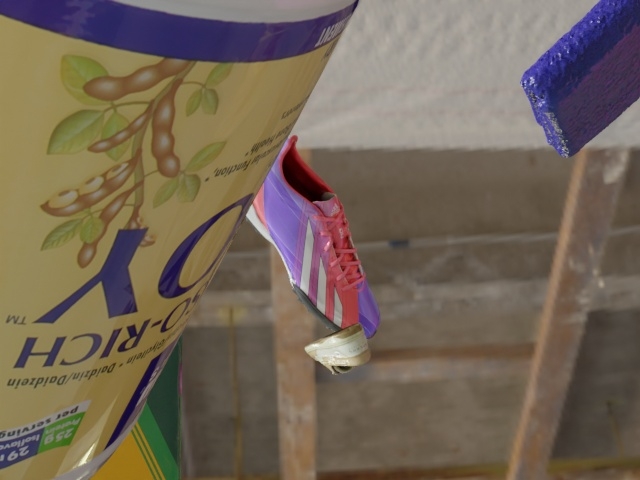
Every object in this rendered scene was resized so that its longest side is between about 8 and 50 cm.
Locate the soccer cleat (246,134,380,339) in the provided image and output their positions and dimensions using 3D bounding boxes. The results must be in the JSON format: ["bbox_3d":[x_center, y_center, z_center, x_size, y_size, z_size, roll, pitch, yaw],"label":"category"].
[{"bbox_3d":[0.000,0.000,1.927,0.116,0.108,0.318,-29,-79,33],"label":"soccer cleat"}]

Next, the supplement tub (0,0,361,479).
[{"bbox_3d":[-0.144,-0.043,0.509,0.241,0.241,0.331,15,-56,-23],"label":"supplement tub"}]

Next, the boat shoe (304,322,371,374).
[{"bbox_3d":[0.019,0.121,1.497,0.050,0.045,0.135,-24,-3,-15],"label":"boat shoe"}]

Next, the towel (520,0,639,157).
[{"bbox_3d":[0.351,-0.243,1.562,0.308,0.076,0.227,-44,-23,1],"label":"towel"}]

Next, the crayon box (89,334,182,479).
[{"bbox_3d":[-0.245,0.147,1.025,0.278,0.165,0.081,2,-5,-24],"label":"crayon box"}]
